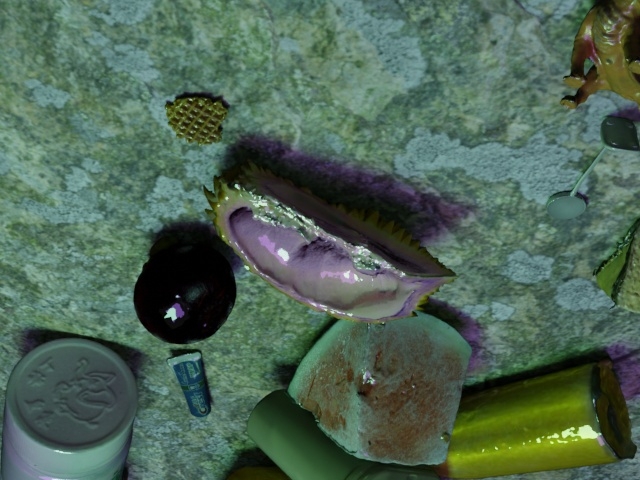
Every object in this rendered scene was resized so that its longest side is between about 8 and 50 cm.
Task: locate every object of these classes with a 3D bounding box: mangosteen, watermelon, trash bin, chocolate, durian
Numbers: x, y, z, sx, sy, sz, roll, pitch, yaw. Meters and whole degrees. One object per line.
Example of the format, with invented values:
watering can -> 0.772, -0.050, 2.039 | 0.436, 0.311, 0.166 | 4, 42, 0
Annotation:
mangosteen -> -0.195, 0.067, 1.547 | 0.153, 0.152, 0.152 | 3, 142, 3
watermelon -> 0.096, 0.222, 1.648 | 0.213, 0.201, 0.261 | 12, 136, -21
trash bin -> 0.034, 0.347, 1.746 | 0.243, 0.247, 0.121 | 20, 101, -52
chocolate -> 0.272, 0.302, 1.784 | 0.445, 0.162, 0.162 | -16, 137, 32
durian -> -0.001, 0.000, 1.456 | 0.341, 0.112, 0.191 | 24, 148, -10

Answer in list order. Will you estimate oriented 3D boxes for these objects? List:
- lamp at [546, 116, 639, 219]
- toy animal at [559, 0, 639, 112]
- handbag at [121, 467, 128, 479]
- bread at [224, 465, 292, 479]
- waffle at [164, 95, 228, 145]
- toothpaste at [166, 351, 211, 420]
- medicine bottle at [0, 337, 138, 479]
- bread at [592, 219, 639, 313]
lamp -> 0.332, -0.073, 1.362 | 0.050, 0.056, 0.198 | 8, 145, -8
toy animal -> 0.338, -0.175, 1.208 | 0.114, 0.116, 0.255 | 12, 154, 31
handbag -> -0.450, 0.496, 2.037 | 0.193, 0.251, 0.190 | -1, 149, -7
bread -> -0.018, 0.547, 2.049 | 0.394, 0.250, 0.361 | 17, 138, -9
waffle -> -0.150, -0.145, 1.354 | 0.078, 0.016, 0.085 | 7, 142, 5
toothpaste -> -0.212, 0.247, 1.852 | 0.057, 0.034, 0.197 | -12, 140, -3
medicine bottle -> -0.422, 0.327, 1.837 | 0.212, 0.212, 0.325 | 12, 142, -8
bread -> 0.460, 0.041, 1.482 | 0.147, 0.127, 0.152 | 15, 108, -9
